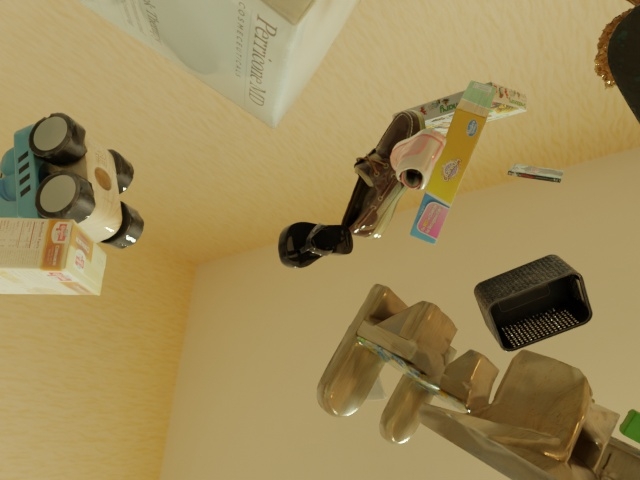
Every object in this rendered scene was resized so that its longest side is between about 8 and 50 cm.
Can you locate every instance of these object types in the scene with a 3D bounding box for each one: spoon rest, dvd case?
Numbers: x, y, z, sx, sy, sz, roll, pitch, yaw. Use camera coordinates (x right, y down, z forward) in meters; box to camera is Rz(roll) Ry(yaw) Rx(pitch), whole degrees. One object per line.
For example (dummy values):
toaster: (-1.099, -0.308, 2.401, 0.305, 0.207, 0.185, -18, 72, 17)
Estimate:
spoon rest: (0.178, 0.283, 1.128, 0.137, 0.276, 0.084, -18, -87, 32)
dvd case: (0.528, -0.166, 1.146, 0.120, 0.087, 0.013, 14, -63, 27)

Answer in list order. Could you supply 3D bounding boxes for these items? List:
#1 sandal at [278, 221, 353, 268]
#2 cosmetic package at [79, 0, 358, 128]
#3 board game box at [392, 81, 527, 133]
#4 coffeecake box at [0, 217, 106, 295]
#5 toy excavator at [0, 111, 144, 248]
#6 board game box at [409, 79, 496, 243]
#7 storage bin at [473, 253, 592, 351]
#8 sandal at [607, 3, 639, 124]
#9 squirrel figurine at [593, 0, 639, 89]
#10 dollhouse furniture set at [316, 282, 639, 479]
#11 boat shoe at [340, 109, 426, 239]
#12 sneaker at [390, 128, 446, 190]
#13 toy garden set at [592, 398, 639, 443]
sandal: (0.000, -0.001, 1.031, 0.055, 0.255, 0.097, -14, -90, 38)
cosmetic package: (-0.132, -0.446, 0.672, 0.327, 0.394, 0.329, -58, -175, -12)
board game box: (0.380, -0.355, 1.298, 0.306, 0.193, 0.053, -5, -90, 48)
coffeecake box: (-0.399, 0.024, 0.609, 0.186, 0.142, 0.068, 2, -110, -8)
toy excavator: (-0.689, -0.136, 1.081, 0.446, 0.222, 0.432, -20, -110, 7)
board game box: (0.309, -0.182, 1.089, 0.064, 0.316, 0.242, 22, -143, 12)
storage bin: (0.408, 0.120, 0.907, 0.180, 0.122, 0.084, -24, -160, 7)
sandal: (0.424, -0.068, 0.455, 0.168, 0.107, 0.445, -37, -114, 35)
squirrel figurine: (0.734, -0.521, 1.000, 0.371, 0.281, 0.396, 15, -71, 16)
dollhouse furniture set: (0.214, 0.278, 0.456, 0.362, 0.394, 0.256, 18, -108, 47)
boat shoe: (0.142, -0.160, 1.150, 0.123, 0.123, 0.341, 48, -57, 45)
sneaker: (0.121, -0.100, 0.646, 0.070, 0.051, 0.134, -64, -172, -11)
toy garden set: (0.446, 0.375, 0.761, 0.204, 0.049, 0.244, 28, -83, 10)
